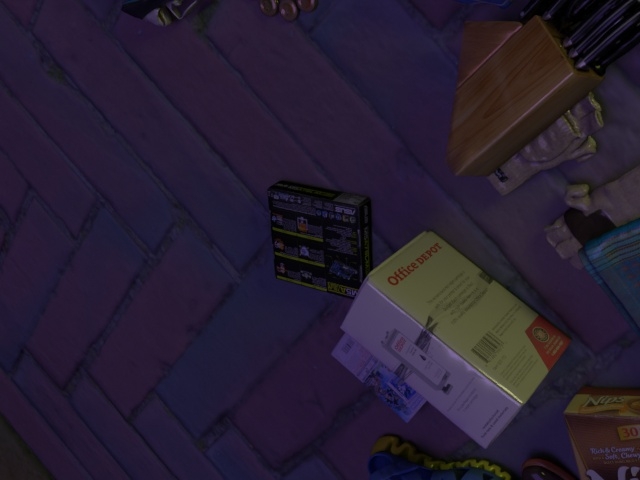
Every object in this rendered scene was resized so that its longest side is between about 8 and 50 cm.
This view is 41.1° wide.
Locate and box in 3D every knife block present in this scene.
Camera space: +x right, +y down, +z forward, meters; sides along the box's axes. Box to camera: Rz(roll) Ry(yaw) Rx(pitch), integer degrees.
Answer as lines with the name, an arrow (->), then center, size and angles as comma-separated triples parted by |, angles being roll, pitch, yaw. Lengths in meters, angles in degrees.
knife block -> 0.293, -0.202, 1.077 | 0.242, 0.088, 0.275 | 16, 103, 42

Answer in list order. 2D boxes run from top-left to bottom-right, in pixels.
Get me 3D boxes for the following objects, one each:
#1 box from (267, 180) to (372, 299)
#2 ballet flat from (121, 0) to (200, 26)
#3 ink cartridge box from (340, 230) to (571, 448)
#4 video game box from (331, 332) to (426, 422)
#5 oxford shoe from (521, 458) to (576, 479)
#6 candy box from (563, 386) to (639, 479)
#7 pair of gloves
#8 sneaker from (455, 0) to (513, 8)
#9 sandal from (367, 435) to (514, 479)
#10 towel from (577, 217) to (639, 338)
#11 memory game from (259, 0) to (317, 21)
box -> 0.000, 0.000, 1.485 | 0.191, 0.045, 0.184 | 12, 122, 31
ballet flat -> -0.262, -0.405, 1.456 | 0.203, 0.074, 0.074 | -12, 105, 38
ink cartridge box -> 0.205, 0.139, 1.290 | 0.283, 0.207, 0.117 | 39, 129, 15
video game box -> 0.135, 0.192, 1.480 | 0.187, 0.048, 0.205 | 43, 132, 14
oxford shoe -> 0.406, 0.482, 1.391 | 0.097, 0.098, 0.271 | -32, 92, 43
candy box -> 0.495, 0.377, 1.274 | 0.183, 0.087, 0.316 | -6, 109, 39
pair of gloves -> 0.352, -0.087, 1.172 | 0.240, 0.042, 0.204 | 48, 136, 9
sneaker -> 0.169, -0.354, 1.143 | 0.211, 0.080, 0.081 | 33, 175, 42
sandal -> 0.204, 0.451, 1.506 | 0.317, 0.138, 0.126 | 4, 113, 34
towel -> 0.546, 0.048, 1.067 | 0.370, 0.040, 0.271 | -28, 106, 43
memory game -> -0.064, -0.434, 1.326 | 0.186, 0.012, 0.186 | 17, 122, 30
